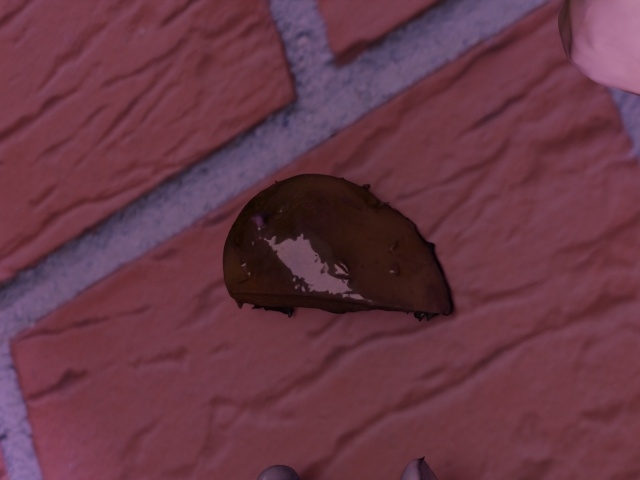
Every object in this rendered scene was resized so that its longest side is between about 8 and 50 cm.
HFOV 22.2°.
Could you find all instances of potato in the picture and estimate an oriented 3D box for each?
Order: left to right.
[{"bbox_3d":[0.000,0.000,1.100,0.172,0.089,0.101,5,80,37],"label":"potato"}]

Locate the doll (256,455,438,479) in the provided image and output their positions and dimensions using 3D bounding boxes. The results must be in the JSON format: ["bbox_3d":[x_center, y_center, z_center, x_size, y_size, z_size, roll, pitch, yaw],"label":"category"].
[{"bbox_3d":[-0.029,0.232,1.030,0.257,0.161,0.215,-25,32,17],"label":"doll"}]

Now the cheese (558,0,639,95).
[{"bbox_3d":[0.248,-0.139,0.870,0.251,0.248,0.174,26,100,28],"label":"cheese"}]
